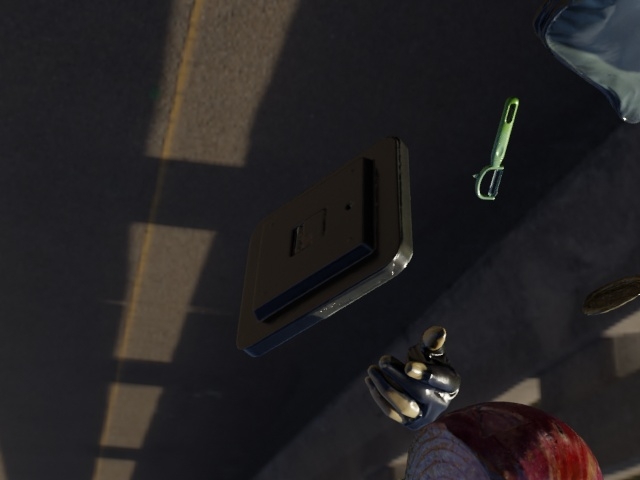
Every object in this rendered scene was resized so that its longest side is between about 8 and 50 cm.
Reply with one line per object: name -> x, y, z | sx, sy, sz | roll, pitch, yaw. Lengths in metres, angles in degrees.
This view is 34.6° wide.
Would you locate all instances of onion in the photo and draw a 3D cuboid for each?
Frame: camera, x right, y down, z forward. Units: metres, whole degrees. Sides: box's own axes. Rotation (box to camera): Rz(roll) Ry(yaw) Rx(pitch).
onion -> 0.252, 0.333, 1.322 | 0.230, 0.272, 0.256 | -1, 125, -24

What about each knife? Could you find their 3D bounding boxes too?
knife -> 0.317, -0.167, 1.869 | 0.054, 0.015, 0.212 | 3, 124, -13

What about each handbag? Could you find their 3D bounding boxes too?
handbag -> 0.468, -0.302, 1.544 | 0.332, 0.075, 0.191 | 30, 113, -39

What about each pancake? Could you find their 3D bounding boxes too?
pancake -> 0.433, 0.079, 1.509 | 0.115, 0.011, 0.115 | -29, -172, 4

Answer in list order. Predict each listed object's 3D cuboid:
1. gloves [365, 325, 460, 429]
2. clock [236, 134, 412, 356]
gloves -> 0.186, 0.256, 1.948 | 0.152, 0.197, 0.301 | 27, 176, 27
clock -> 0.000, 0.000, 1.360 | 0.273, 0.279, 0.049 | -33, 121, 25
